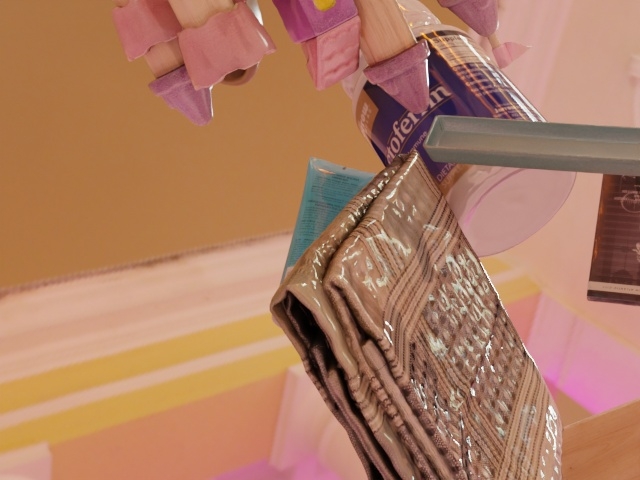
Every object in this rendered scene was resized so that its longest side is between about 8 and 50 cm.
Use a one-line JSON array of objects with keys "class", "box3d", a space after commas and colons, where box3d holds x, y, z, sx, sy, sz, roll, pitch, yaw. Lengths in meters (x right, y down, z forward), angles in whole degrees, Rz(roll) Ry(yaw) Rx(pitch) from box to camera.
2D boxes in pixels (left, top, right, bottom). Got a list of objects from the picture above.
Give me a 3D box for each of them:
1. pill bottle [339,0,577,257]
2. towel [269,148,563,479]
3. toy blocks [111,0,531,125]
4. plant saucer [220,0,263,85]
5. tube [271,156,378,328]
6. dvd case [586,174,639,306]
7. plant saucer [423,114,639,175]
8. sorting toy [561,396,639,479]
[{"class": "pill bottle", "box3d": [0.125, -0.122, 0.957, 0.153, 0.265, 0.153, -21, -36, -16]}, {"class": "towel", "box3d": [0.103, 0.103, 0.721, 0.312, 0.056, 0.324, 62, -153, -11]}, {"class": "toy blocks", "box3d": [0.014, -0.198, 0.684, 0.288, 0.309, 0.260, -33, -75, -21]}, {"class": "plant saucer", "box3d": [-0.155, -0.280, 0.974, 0.041, 0.278, 0.278, -45, -41, -17]}, {"class": "tube", "box3d": [0.000, 0.000, 1.021, 0.052, 0.080, 0.207, 105, -178, -62]}, {"class": "dvd case", "box3d": [0.444, -0.013, 1.230, 0.018, 0.164, 0.221, 63, -142, -56]}, {"class": "plant saucer", "box3d": [0.175, -0.069, 0.698, 0.067, 0.192, 0.018, -61, -27, -59]}, {"class": "sorting toy", "box3d": [0.438, 0.377, 1.387, 0.257, 0.089, 0.255, -11, -97, -31]}]
